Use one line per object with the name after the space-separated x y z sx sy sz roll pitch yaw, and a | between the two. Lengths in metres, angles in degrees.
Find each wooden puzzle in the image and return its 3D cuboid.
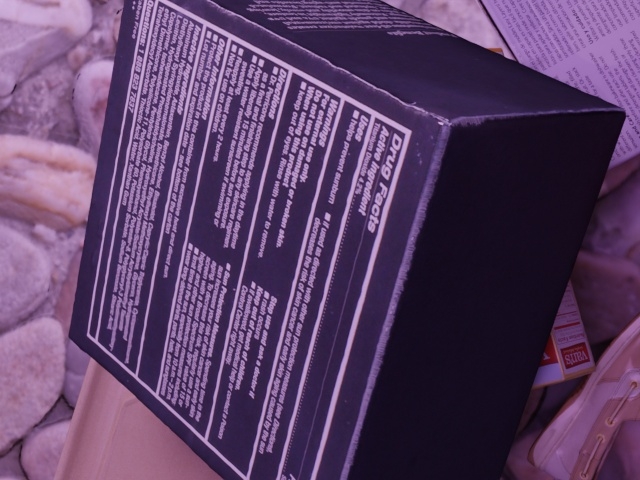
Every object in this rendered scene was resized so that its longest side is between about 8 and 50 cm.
-0.097 0.181 0.972 0.239 0.044 0.220 20 96 19 | wooden puzzle

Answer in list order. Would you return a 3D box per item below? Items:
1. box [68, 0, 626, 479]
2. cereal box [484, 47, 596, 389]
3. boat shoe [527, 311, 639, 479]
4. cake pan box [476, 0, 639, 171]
0.000 0.000 0.784 0.294 0.183 0.296 35 120 39 | box
0.090 0.001 0.859 0.173 0.047 0.240 -22 80 44 | cereal box
0.216 0.107 0.824 0.059 0.063 0.170 39 113 18 | boat shoe
0.219 -0.208 0.769 0.246 0.070 0.267 -31 104 19 | cake pan box
